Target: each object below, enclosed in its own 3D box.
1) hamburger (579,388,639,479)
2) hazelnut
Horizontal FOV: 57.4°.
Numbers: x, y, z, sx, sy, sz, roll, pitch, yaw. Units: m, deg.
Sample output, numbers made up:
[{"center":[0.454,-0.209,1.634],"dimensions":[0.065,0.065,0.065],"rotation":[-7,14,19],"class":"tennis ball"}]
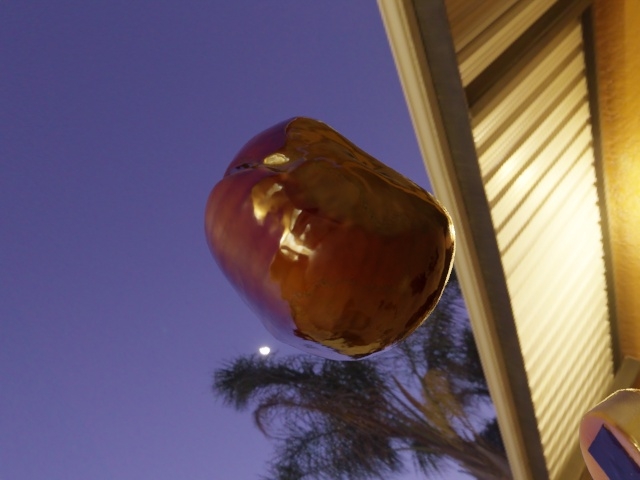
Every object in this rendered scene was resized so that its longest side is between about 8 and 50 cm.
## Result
[{"center":[0.717,0.472,1.289],"dimensions":[0.176,0.300,0.300],"rotation":[-17,-63,-10],"class":"hamburger"},{"center":[0.000,0.000,0.928],"dimensions":[0.359,0.409,0.359],"rotation":[-32,-40,-32],"class":"hazelnut"}]
